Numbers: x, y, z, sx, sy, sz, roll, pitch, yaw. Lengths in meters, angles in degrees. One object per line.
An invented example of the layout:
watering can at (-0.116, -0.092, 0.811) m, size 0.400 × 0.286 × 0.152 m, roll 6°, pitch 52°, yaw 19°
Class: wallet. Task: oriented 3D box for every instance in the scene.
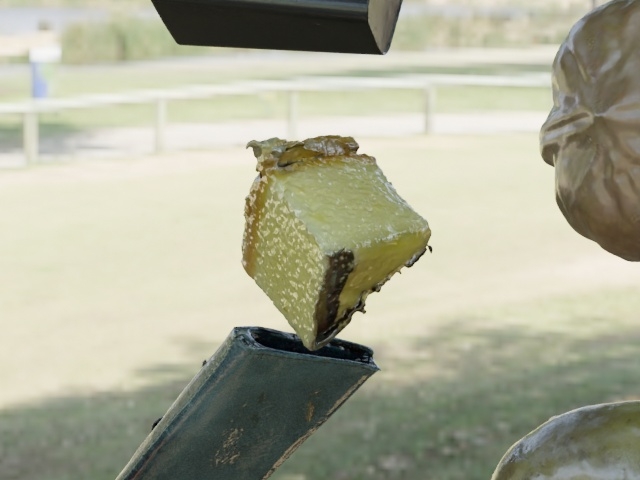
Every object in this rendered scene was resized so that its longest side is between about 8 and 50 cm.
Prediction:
wallet at (-0.109, 0.221, 1.946) m, size 0.190 × 0.379 × 0.046 m, roll 10°, pitch 45°, yaw -36°

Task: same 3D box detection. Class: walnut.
walnut at (0.326, -0.104, 1.705) m, size 0.227 × 0.273 × 0.273 m, roll 23°, pitch 18°, yaw 28°

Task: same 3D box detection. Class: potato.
potato at (0.274, 0.236, 1.706) m, size 0.262 × 0.165 × 0.165 m, roll -17°, pitch 0°, yaw 25°

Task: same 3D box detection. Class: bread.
bread at (0.000, 0.000, 1.512) m, size 0.127 × 0.152 × 0.147 m, roll -5°, pitch 45°, yaw -36°

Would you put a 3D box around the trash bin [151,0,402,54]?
trash bin at (-0.034, -0.277, 1.795) m, size 0.225 × 0.165 × 0.115 m, roll 8°, pitch -22°, yaw 19°
